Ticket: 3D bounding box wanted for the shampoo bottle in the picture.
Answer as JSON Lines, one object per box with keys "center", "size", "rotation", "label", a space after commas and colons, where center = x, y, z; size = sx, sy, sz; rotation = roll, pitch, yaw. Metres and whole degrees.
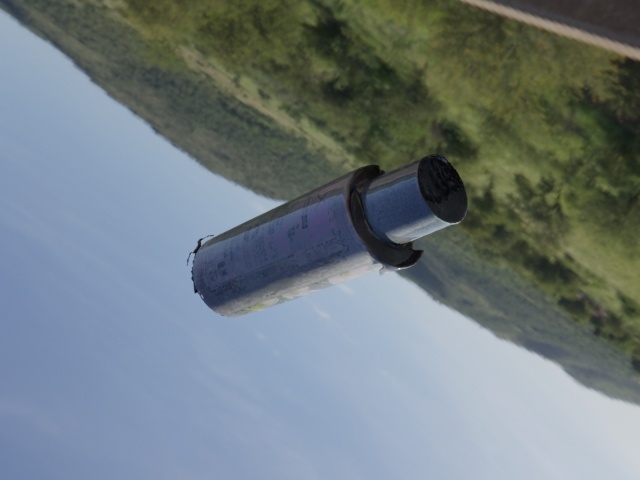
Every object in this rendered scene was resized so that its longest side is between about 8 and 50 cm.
{"center": [0.000, 0.000, 0.541], "size": [0.072, 0.072, 0.214], "rotation": [32, 144, -32], "label": "shampoo bottle"}
